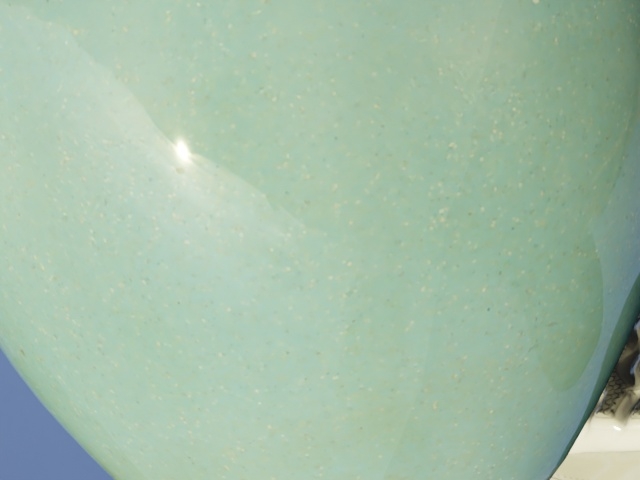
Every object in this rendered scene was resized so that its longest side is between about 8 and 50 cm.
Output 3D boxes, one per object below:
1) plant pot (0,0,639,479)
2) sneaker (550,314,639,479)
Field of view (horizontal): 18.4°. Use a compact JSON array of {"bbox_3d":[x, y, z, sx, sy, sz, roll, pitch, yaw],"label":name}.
[{"bbox_3d":[0.000,0.000,0.707,0.290,0.195,0.290,-9,180,0],"label":"plant pot"},{"bbox_3d":[0.122,0.100,0.877,0.281,0.115,0.105,-15,-153,29],"label":"sneaker"}]
